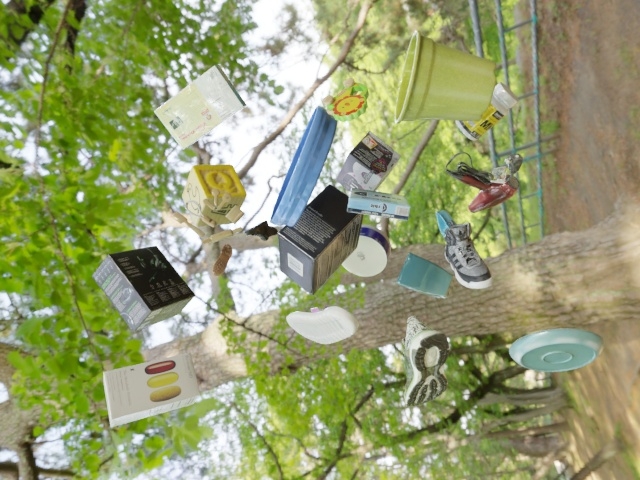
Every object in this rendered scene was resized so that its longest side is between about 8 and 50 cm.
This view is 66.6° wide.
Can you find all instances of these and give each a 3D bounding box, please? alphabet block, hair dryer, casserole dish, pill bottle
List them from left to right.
[{"bbox_3d":[-0.458,-0.194,2.093,0.194,0.197,0.192,-10,-122,-37],"label":"alphabet block"},{"bbox_3d":[0.470,-0.042,1.783,0.114,0.037,0.188,63,-177,34],"label":"casserole dish"},{"bbox_3d":[0.521,-0.189,1.572,0.293,0.224,0.080,71,-151,-52],"label":"hair dryer"},{"bbox_3d":[0.628,-0.488,1.842,0.119,0.208,0.119,27,-140,-25],"label":"pill bottle"}]

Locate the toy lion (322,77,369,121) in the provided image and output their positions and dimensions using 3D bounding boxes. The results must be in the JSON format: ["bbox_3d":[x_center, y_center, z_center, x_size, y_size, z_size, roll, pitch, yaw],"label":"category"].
[{"bbox_3d":[0.060,-0.279,0.980,0.096,0.100,0.034,33,160,40],"label":"toy lion"}]

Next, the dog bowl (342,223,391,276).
[{"bbox_3d":[0.223,0.053,2.503,0.264,0.265,0.104,63,-149,-25],"label":"dog bowl"}]

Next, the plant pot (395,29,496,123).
[{"bbox_3d":[0.382,-0.474,1.487,0.276,0.254,0.275,-170,90,-90],"label":"plant pot"}]

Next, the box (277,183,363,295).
[{"bbox_3d":[0.000,0.000,1.836,0.183,0.294,0.296,37,153,18],"label":"box"}]

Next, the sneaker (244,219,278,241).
[{"bbox_3d":[-0.259,-0.032,2.160,0.170,0.051,0.089,-36,-74,-48],"label":"sneaker"}]

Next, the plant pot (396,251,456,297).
[{"bbox_3d":[0.525,0.187,2.368,0.165,0.234,0.165,28,-95,-61],"label":"plant pot"}]

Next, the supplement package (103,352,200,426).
[{"bbox_3d":[-0.497,0.436,1.432,0.134,0.244,0.138,-53,52,54],"label":"supplement package"}]

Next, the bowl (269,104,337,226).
[{"bbox_3d":[-0.052,-0.220,1.508,0.077,0.391,0.391,22,-148,-9],"label":"bowl"}]

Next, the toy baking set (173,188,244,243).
[{"bbox_3d":[-0.425,-0.086,1.883,0.030,0.256,0.196,101,145,-83],"label":"toy baking set"}]

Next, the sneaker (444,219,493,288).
[{"bbox_3d":[0.458,0.035,1.547,0.268,0.102,0.153,-107,0,-62],"label":"sneaker"}]

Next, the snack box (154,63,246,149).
[{"bbox_3d":[-0.476,-0.524,1.932,0.187,0.322,0.060,55,-162,-16],"label":"snack box"}]

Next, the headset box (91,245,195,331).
[{"bbox_3d":[-0.653,0.161,1.798,0.283,0.131,0.246,49,-158,10],"label":"headset box"}]

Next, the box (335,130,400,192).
[{"bbox_3d":[0.182,-0.281,1.925,0.163,0.142,0.247,40,161,3],"label":"box"}]

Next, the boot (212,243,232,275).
[{"bbox_3d":[-0.453,0.099,2.283,0.084,0.059,0.157,109,-174,-78],"label":"boot"}]

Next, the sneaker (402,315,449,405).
[{"bbox_3d":[0.358,0.431,1.752,0.182,0.158,0.410,-114,20,-52],"label":"sneaker"}]

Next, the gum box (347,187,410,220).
[{"bbox_3d":[0.155,-0.101,1.315,0.184,0.157,0.041,-67,-15,-76],"label":"gum box"}]

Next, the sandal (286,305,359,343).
[{"bbox_3d":[0.021,0.298,1.802,0.169,0.416,0.102,48,-120,-15],"label":"sandal"}]

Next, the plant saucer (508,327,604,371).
[{"bbox_3d":[0.850,0.407,1.756,0.317,0.318,0.043,54,-149,-45],"label":"plant saucer"}]
